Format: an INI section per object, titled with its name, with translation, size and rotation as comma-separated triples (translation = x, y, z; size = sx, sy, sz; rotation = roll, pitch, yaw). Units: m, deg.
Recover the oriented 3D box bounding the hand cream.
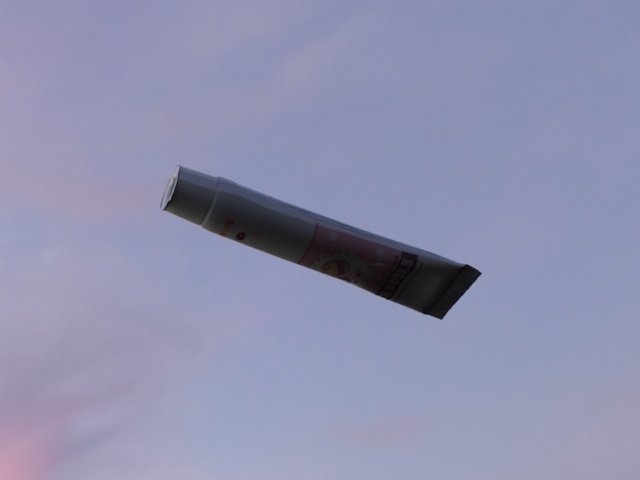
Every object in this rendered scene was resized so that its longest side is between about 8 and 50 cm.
[hand cream]
translation = 0.000, 0.000, 1.351
size = 0.331, 0.058, 0.085
rotation = 19, -50, -17
